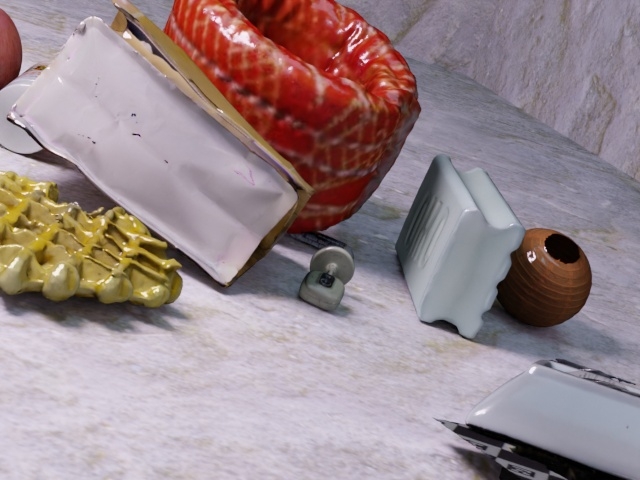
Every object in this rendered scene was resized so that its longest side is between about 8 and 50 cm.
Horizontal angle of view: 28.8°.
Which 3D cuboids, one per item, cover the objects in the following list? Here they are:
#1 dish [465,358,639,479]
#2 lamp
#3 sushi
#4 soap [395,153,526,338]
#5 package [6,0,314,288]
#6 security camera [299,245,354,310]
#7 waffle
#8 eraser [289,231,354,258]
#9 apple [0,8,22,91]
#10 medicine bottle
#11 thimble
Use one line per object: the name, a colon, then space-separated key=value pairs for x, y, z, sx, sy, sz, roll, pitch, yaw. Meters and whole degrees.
dish: x=0.279 y=0.175 z=1.224 sx=0.243 sy=0.080 sz=0.182 roll=16 pitch=4 yaw=17
lamp: x=0.299 y=0.051 z=1.687 sx=0.136 sy=0.136 sz=0.136 roll=22 pitch=16 yaw=-6
sushi: x=0.236 y=0.234 z=1.127 sx=0.219 sy=0.047 sz=0.231 roll=15 pitch=4 yaw=-22
soap: x=0.173 y=0.000 z=1.616 sx=0.087 sy=0.160 sz=0.265 roll=20 pitch=16 yaw=-9
package: x=-0.153 y=-0.119 z=1.402 sx=0.311 sy=0.165 sz=0.221 roll=40 pitch=18 yaw=2
security camera: x=0.008 y=0.047 z=1.438 sx=0.058 sy=0.058 sz=0.092 roll=23 pitch=24 yaw=-4
waffle: x=-0.270 y=-0.008 z=1.200 sx=0.250 sy=0.056 sz=0.261 roll=8 pitch=24 yaw=-43
eraser: x=0.000 y=0.000 z=1.626 sx=0.099 sy=0.019 sz=0.027 roll=22 pitch=16 yaw=-1
apple: x=-0.461 y=-0.255 z=1.613 sx=0.153 sy=0.120 sz=0.153 roll=21 pitch=16 yaw=-6
medicine bottle: x=-0.351 y=-0.169 z=1.555 sx=0.086 sy=0.086 sz=0.183 roll=21 pitch=15 yaw=-8
thimble: x=-0.053 y=-0.190 z=1.632 sx=0.350 sy=0.231 sz=0.350 roll=23 pitch=30 yaw=-14
